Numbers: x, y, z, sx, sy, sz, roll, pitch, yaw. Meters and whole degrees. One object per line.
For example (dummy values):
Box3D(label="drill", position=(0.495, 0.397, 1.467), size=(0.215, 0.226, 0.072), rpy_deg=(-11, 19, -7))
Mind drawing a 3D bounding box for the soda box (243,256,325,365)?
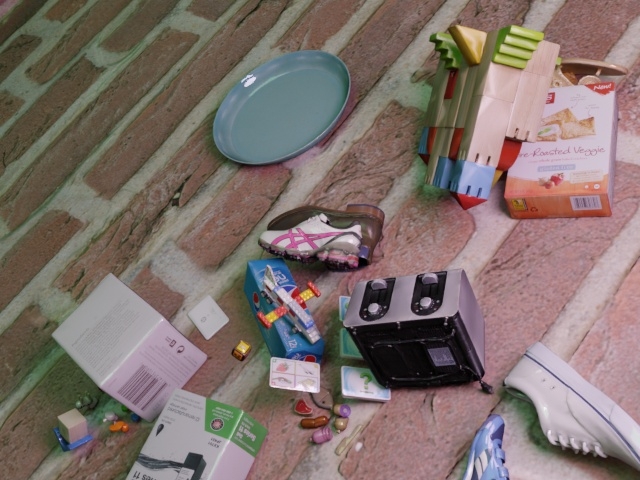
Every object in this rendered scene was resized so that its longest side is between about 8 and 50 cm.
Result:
Box3D(label="soda box", position=(-0.064, 0.124, 1.269), size=(0.067, 0.071, 0.210), rpy_deg=(-7, 43, -23))

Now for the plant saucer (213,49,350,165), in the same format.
Box3D(label="plant saucer", position=(-0.078, -0.274, 1.617), size=(0.318, 0.043, 0.317), rpy_deg=(-14, 51, 18))

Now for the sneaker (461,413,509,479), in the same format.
Box3D(label="sneaker", position=(0.225, 0.301, 1.008), size=(0.059, 0.053, 0.144), rpy_deg=(7, 68, 33))

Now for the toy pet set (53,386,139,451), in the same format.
Box3D(label="toy pet set", position=(-0.392, 0.322, 1.334), size=(0.114, 0.065, 0.122), rpy_deg=(-23, 39, -39))

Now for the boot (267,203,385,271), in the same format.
Box3D(label="boot", position=(0.000, 0.000, 1.338), size=(0.219, 0.082, 0.106), rpy_deg=(-7, 50, 21))

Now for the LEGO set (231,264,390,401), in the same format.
Box3D(label="LEGO set", position=(-0.009, 0.140, 1.163), size=(0.245, 0.060, 0.182), rpy_deg=(10, 51, -12))

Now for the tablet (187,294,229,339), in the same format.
Box3D(label="tablet", position=(-0.204, 0.139, 1.393), size=(0.054, 0.006, 0.083), rpy_deg=(-42, 47, -6))

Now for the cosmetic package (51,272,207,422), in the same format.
Box3D(label="cosmetic package", position=(-0.329, 0.183, 1.327), size=(0.184, 0.151, 0.151), rpy_deg=(31, 74, 39))

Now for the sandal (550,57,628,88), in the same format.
Box3D(label="sandal", position=(0.418, -0.276, 1.347), size=(0.240, 0.088, 0.079), rpy_deg=(23, 100, 46))

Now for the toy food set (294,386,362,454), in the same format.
Box3D(label="toy food set", position=(0.002, 0.269, 1.172), size=(0.122, 0.019, 0.078), rpy_deg=(30, 73, 40))

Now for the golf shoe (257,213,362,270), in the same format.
Box3D(label="golf shoe", position=(-0.015, -0.003, 1.285), size=(0.186, 0.067, 0.085), rpy_deg=(7, 77, 23))

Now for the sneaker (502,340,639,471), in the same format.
Box3D(label="sneaker", position=(0.336, 0.234, 0.978), size=(0.091, 0.094, 0.258), rpy_deg=(-48, 35, 2))

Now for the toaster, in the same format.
Box3D(label="toaster", position=(0.146, 0.132, 1.103), size=(0.168, 0.185, 0.110), rpy_deg=(-9, 42, 25))

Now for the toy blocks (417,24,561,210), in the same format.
Box3D(label="toy blocks", position=(0.249, -0.185, 1.240), size=(0.381, 0.191, 0.260), rpy_deg=(-127, 50, -78))

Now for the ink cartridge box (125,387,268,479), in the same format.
Box3D(label="ink cartridge box", position=(-0.199, 0.350, 1.173), size=(0.153, 0.087, 0.208), rpy_deg=(9, 61, 34))

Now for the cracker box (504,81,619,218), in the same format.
Box3D(label="cracker box", position=(0.395, -0.148, 1.248), size=(0.156, 0.067, 0.232), rpy_deg=(-2, 55, 27))
